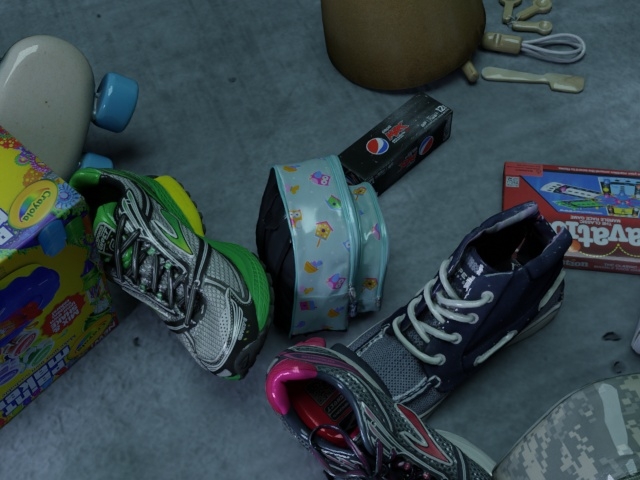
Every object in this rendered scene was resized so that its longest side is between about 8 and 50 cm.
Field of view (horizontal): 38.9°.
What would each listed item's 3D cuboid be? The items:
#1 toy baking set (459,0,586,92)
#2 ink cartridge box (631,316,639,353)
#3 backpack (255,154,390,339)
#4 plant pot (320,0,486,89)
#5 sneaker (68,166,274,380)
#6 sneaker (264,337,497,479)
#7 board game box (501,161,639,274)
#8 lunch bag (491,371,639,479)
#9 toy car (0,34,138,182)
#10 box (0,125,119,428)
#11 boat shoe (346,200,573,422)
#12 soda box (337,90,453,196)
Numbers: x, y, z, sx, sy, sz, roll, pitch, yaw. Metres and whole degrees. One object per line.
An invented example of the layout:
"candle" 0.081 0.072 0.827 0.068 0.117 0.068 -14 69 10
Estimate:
"toy baking set" 0.270 -0.297 1.317 0.196 0.030 0.256 -14 53 -7
"ink cartridge box" 0.452 0.038 0.984 0.160 0.092 0.219 20 66 15
"backpack" 0.000 0.000 1.013 0.144 0.188 0.166 -11 52 -4
"plant pot" 0.095 -0.377 1.228 0.237 0.254 0.237 -7 56 11
"sneaker" -0.178 0.034 1.000 0.146 0.134 0.343 10 23 -48
"sneaker" 0.064 0.214 0.853 0.299 0.112 0.121 37 96 11
"board game box" 0.363 -0.025 1.106 0.281 0.027 0.145 5 55 8
"lunch bag" 0.334 0.254 0.747 0.305 0.212 0.256 1 53 -24
"toy car" -0.389 -0.161 1.198 0.219 0.238 0.210 17 91 -26
"box" -0.386 0.067 0.922 0.177 0.279 0.290 38 64 17
"boat shoe" 0.123 0.083 0.959 0.340 0.158 0.127 -34 58 -20
"soda box" 0.096 -0.122 1.182 0.169 0.053 0.060 -39 59 -23
